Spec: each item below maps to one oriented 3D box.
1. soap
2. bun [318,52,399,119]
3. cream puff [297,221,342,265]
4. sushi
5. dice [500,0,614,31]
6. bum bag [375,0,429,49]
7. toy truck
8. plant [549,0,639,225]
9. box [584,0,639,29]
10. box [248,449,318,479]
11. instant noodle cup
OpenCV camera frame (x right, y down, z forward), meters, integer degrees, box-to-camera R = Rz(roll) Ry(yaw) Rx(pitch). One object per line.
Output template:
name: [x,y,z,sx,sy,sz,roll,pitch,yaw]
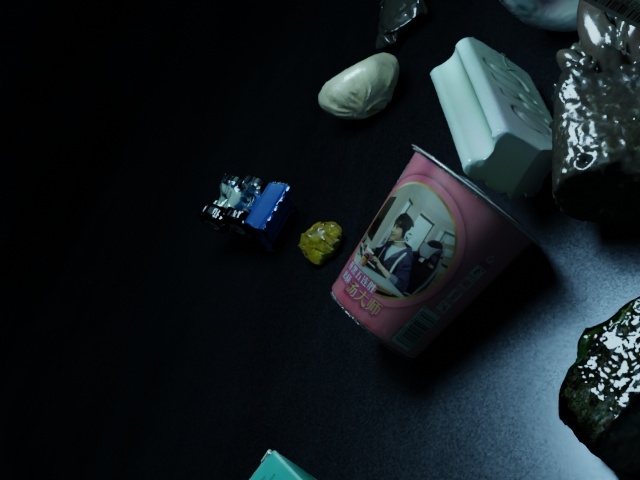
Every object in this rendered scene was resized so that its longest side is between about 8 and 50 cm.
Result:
soap: [0.281,-0.189,1.289,0.095,0.172,0.290,-49,29,31]
bun: [0.090,-0.305,1.692,0.183,0.102,0.183,-30,3,2]
cream puff: [0.000,0.000,1.521,0.083,0.058,0.083,-9,51,41]
sushi: [0.367,0.144,0.917,0.225,0.124,0.127,-48,33,9]
dice: [0.431,-0.581,1.392,0.348,0.330,0.328,-20,42,32]
bum bag: [0.187,-0.554,1.864,0.142,0.079,0.326,-28,41,38]
toy truck: [-0.136,-0.054,1.667,0.208,0.126,0.113,9,62,47]
plant: [0.407,-0.192,1.136,0.181,0.194,0.321,2,61,19]
box: [0.487,-0.329,1.073,0.051,0.365,0.205,127,165,-57]
box: [-0.018,0.437,1.049,0.205,0.118,0.311,-51,35,-9]
instant noodle cup: [0.150,0.026,1.205,0.255,0.244,0.244,-52,33,8]
